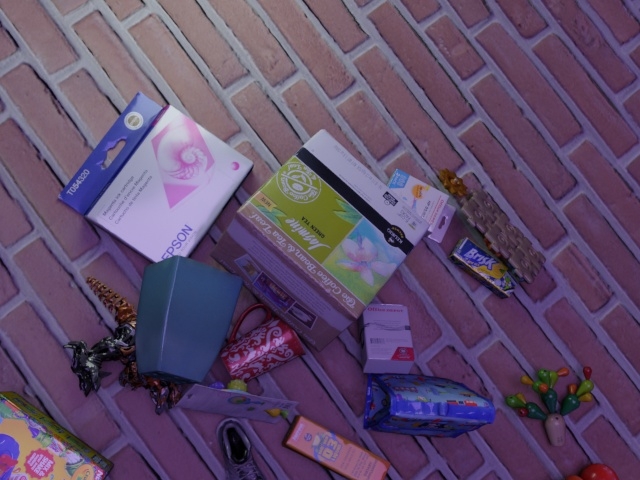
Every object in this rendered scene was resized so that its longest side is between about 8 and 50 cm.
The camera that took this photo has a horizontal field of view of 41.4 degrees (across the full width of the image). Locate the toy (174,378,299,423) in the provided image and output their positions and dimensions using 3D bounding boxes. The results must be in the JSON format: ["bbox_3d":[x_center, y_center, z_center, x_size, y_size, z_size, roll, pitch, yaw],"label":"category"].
[{"bbox_3d":[-0.179,0.337,1.831,0.237,0.137,0.056,18,53,-20],"label":"toy"}]

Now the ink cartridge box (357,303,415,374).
[{"bbox_3d":[0.147,0.223,1.925,0.109,0.063,0.151,3,49,-8],"label":"ink cartridge box"}]

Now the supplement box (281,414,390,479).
[{"bbox_3d":[0.034,0.474,1.886,0.233,0.080,0.078,27,75,-1],"label":"supplement box"}]

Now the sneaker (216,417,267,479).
[{"bbox_3d":[-0.168,0.495,1.822,0.086,0.132,0.229,-22,84,-12],"label":"sneaker"}]

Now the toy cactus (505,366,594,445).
[{"bbox_3d":[0.548,0.388,1.977,0.218,0.112,0.181,-11,91,-19],"label":"toy cactus"}]

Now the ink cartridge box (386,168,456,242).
[{"bbox_3d":[0.235,-0.081,2.024,0.181,0.061,0.104,27,77,-4],"label":"ink cartridge box"}]

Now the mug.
[{"bbox_3d":[-0.140,0.236,1.901,0.169,0.113,0.150,-29,43,-8],"label":"mug"}]

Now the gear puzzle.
[{"bbox_3d":[0.392,-0.037,2.011,0.339,0.044,0.175,47,33,3],"label":"gear puzzle"}]

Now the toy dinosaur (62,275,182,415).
[{"bbox_3d":[-0.429,0.237,1.847,0.218,0.164,0.322,-27,67,-27],"label":"toy dinosaur"}]

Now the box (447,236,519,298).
[{"bbox_3d":[0.391,0.066,2.025,0.169,0.054,0.059,37,76,-1],"label":"box"}]

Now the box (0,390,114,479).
[{"bbox_3d":[-0.626,0.506,1.729,0.279,0.177,0.290,36,77,-2],"label":"box"}]

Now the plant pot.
[{"bbox_3d":[-0.291,0.177,1.790,0.165,0.165,0.235,22,66,-31],"label":"plant pot"}]

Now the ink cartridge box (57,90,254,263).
[{"bbox_3d":[-0.376,-0.137,1.939,0.330,0.071,0.324,34,77,-3],"label":"ink cartridge box"}]

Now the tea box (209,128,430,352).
[{"bbox_3d":[0.000,0.000,1.846,0.329,0.220,0.323,41,56,0],"label":"tea box"}]

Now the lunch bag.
[{"bbox_3d":[0.232,0.355,1.826,0.220,0.293,0.138,7,79,-7],"label":"lunch bag"}]

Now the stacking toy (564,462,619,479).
[{"bbox_3d":[0.538,0.607,1.918,0.330,0.141,0.141,-20,83,-16],"label":"stacking toy"}]
